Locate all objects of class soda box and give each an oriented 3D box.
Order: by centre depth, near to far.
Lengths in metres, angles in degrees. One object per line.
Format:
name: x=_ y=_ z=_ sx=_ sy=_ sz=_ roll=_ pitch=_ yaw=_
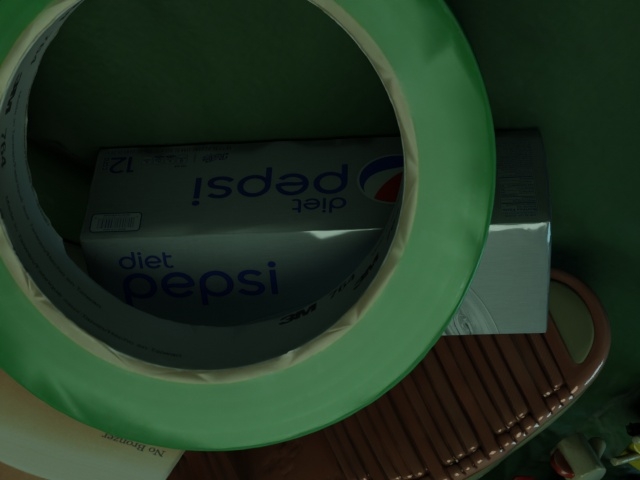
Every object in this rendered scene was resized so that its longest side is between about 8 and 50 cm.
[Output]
soda box: x=0.000 y=0.000 z=0.941 sx=0.286 sy=0.091 sz=0.098 roll=-2 pitch=132 yaw=4

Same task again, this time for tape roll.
tape roll: x=-0.064 y=-0.045 z=0.830 sx=0.321 sy=0.077 sz=0.321 roll=1 pitch=107 yaw=3

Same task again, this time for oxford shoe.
oxford shoe: x=0.041 y=0.142 z=1.068 sx=0.397 sy=0.141 sz=0.146 roll=-30 pitch=153 yaw=22

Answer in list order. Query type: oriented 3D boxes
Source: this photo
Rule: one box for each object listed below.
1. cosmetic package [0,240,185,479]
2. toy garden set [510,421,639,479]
cosmetic package: x=-0.203 y=0.151 z=1.057 sx=0.153 sy=0.129 sz=0.296 roll=19 pitch=130 yaw=-16
toy garden set: x=0.166 y=0.190 z=1.077 sx=0.244 sy=0.049 sz=0.204 roll=1 pitch=137 yaw=-40
